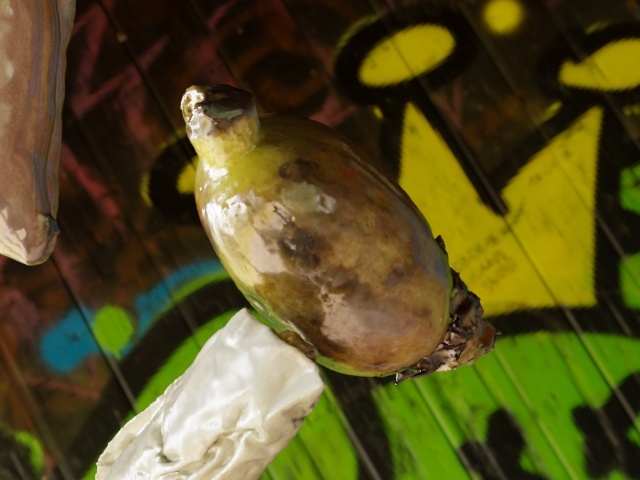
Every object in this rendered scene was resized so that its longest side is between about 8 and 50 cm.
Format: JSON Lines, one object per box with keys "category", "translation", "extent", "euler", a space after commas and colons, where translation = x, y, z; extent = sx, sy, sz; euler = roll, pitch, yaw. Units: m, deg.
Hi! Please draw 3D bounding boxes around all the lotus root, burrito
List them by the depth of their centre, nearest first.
{"category": "lotus root", "translation": [0.000, 0.000, 0.961], "extent": [0.141, 0.314, 0.169], "euler": [-41, 24, 9]}
{"category": "burrito", "translation": [-0.125, 0.182, 0.970], "extent": [0.076, 0.117, 0.392], "euler": [12, -47, -38]}

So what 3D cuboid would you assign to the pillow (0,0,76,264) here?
{"category": "pillow", "translation": [-0.182, -0.107, 0.483], "extent": [0.236, 0.223, 0.084], "euler": [2, -7, 25]}
